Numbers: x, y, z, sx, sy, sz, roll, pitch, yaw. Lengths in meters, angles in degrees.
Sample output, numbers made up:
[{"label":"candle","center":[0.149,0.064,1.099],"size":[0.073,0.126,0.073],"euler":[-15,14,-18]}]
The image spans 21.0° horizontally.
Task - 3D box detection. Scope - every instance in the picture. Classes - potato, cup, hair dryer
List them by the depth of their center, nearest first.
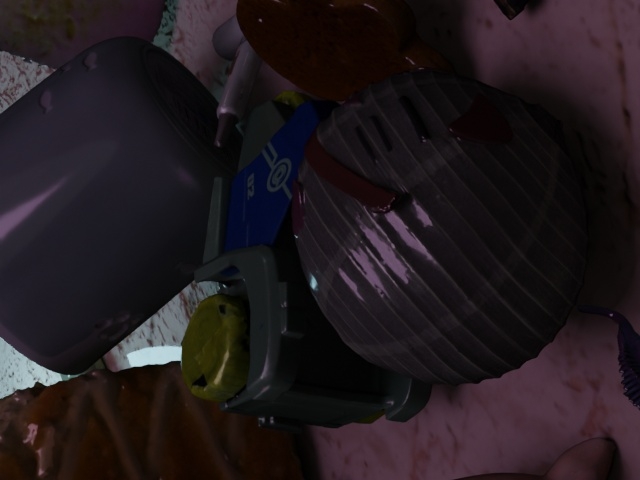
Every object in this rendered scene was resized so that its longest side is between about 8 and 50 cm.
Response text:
[{"label":"hair dryer","center":[-0.083,-0.155,1.670],"size":[0.155,0.044,0.183],"euler":[-24,40,63]},{"label":"cup","center":[-0.215,-0.058,1.802],"size":[0.259,0.274,0.357],"euler":[51,-166,-7]},{"label":"potato","center":[-0.304,-0.331,1.957],"size":[0.266,0.229,0.229],"euler":[-111,27,-48]}]

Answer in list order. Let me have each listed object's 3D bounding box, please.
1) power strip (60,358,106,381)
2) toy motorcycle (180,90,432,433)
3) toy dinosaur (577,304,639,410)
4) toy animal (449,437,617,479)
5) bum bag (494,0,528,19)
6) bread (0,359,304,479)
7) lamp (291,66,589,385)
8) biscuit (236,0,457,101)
[{"label":"power strip","center":[-0.276,0.250,2.241],"size":[0.268,0.034,0.092],"euler":[63,146,27]},{"label":"toy motorcycle","center":[0.000,0.000,1.554],"size":[0.200,0.191,0.326],"euler":[-25,59,52]},{"label":"toy dinosaur","center":[0.254,0.097,1.214],"size":[0.197,0.080,0.045],"euler":[48,141,43]},{"label":"toy animal","center":[0.129,0.299,1.394],"size":[0.256,0.195,0.213],"euler":[-35,77,56]},{"label":"bum bag","center":[0.168,-0.255,1.257],"size":[0.102,0.069,0.248],"euler":[41,146,-6]},{"label":"bread","center":[-0.204,0.325,1.804],"size":[0.279,0.371,0.390],"euler":[-13,85,65]},{"label":"lamp","center":[0.093,-0.017,1.322],"size":[0.265,0.233,0.233],"euler":[-121,31,-63]},{"label":"biscuit","center":[0.016,-0.174,1.491],"size":[0.236,0.039,0.180],"euler":[9,147,50]}]
